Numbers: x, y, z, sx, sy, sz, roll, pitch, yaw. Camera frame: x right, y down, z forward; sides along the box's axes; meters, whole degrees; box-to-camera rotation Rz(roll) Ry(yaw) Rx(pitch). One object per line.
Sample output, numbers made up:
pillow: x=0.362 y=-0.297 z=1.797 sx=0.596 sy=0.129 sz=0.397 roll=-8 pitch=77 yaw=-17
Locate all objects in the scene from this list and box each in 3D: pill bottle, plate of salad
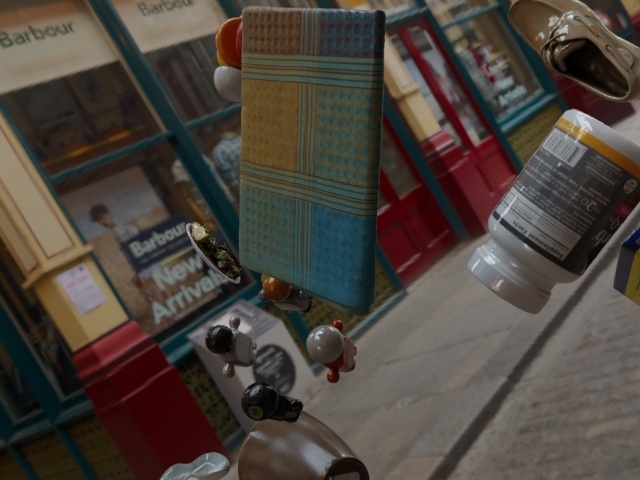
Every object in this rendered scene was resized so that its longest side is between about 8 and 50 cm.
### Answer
pill bottle: x=0.350 y=-0.038 z=1.060 sx=0.278 sy=0.162 sz=0.162 roll=-58 pitch=-6 yaw=17
plate of salad: x=-0.265 y=0.027 z=1.835 sx=0.048 sy=0.200 sz=0.200 roll=-41 pitch=2 yaw=6

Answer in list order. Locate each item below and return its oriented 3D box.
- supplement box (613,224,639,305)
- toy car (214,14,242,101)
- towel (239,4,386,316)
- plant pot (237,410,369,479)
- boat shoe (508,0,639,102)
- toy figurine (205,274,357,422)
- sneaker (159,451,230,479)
supplement box: x=0.669 y=0.074 z=1.108 sx=0.194 sy=0.356 sz=0.195 roll=-47 pitch=-29 yaw=-7
toy car: x=-0.084 y=-0.303 z=1.163 sx=0.136 sy=0.182 sz=0.159 roll=94 pitch=-166 yaw=-74
towel: x=-0.018 y=-0.110 z=0.936 sx=0.040 sy=0.370 sz=0.271 roll=-12 pitch=23 yaw=-39
plant pot: x=-0.013 y=0.452 z=1.397 sx=0.215 sy=0.215 sz=0.230 roll=-32 pitch=14 yaw=-30
boat shoe: x=0.498 y=-0.388 z=1.419 sx=0.110 sy=0.341 sz=0.121 roll=-24 pitch=-36 yaw=-38
toy figurine: x=-0.068 y=0.174 z=1.174 sx=0.213 sy=0.209 sz=0.148 roll=-41 pitch=-27 yaw=2
sneaker: x=-0.209 y=0.414 z=1.254 sx=0.152 sy=0.061 sz=0.053 roll=-24 pitch=19 yaw=30
